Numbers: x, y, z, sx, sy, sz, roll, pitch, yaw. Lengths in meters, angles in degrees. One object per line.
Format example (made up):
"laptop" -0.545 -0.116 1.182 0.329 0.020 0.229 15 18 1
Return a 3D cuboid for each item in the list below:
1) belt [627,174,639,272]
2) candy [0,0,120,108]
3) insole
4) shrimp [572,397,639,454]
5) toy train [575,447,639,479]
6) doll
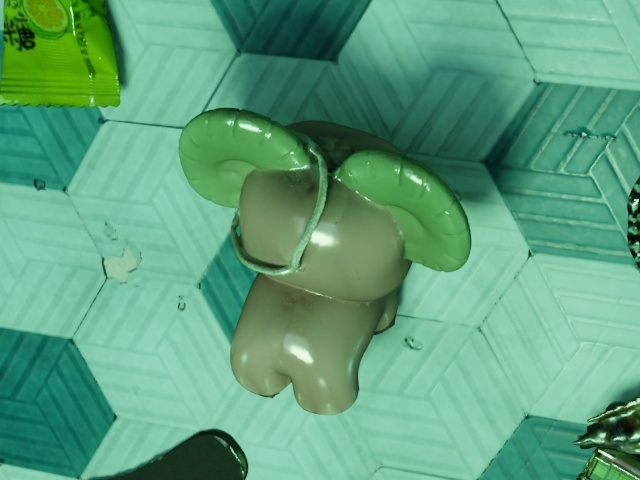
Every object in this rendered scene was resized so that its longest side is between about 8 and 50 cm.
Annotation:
"belt" 0.416 -0.009 1.553 0.295 0.160 0.206 7 92 21
"candy" -0.261 -0.250 1.834 0.149 0.069 0.246 9 109 25
"insole" -0.202 0.289 2.015 0.309 0.012 0.110 -34 90 29
"shrimp" 0.391 0.180 1.679 0.317 0.062 0.164 -12 104 25
"toy train" 0.314 0.251 1.749 0.148 0.038 0.071 29 117 13
"doll" 0.000 0.000 1.696 0.284 0.216 0.268 15 147 16
